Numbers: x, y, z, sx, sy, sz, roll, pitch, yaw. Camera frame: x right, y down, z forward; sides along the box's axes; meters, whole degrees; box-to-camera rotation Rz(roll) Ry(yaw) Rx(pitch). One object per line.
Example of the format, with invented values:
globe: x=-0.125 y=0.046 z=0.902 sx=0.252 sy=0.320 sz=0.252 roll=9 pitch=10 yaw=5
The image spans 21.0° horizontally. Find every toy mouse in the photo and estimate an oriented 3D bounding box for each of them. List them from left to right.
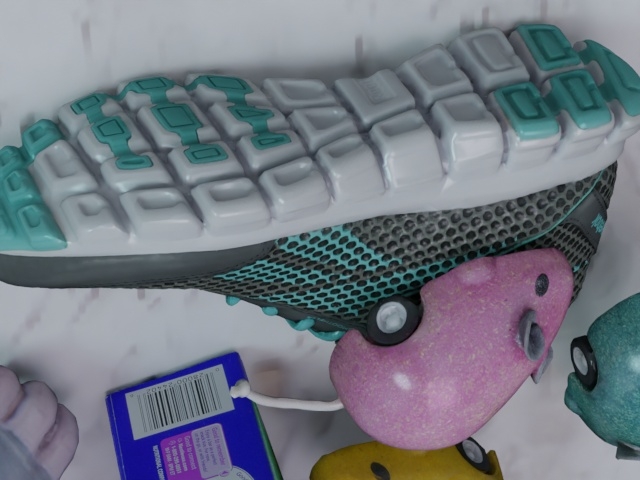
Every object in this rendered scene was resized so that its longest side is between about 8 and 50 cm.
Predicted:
toy mouse: x=0.056 y=0.038 z=0.429 sx=0.143 sy=0.031 sz=0.161 roll=-42 pitch=142 yaw=22

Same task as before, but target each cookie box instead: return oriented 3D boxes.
cookie box: x=-0.019 y=0.100 z=0.450 sx=0.040 sy=0.092 sz=0.107 roll=-17 pitch=124 yaw=-4

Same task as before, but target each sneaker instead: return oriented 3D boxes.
sneaker: x=0.000 y=0.000 z=0.417 sx=0.166 sy=0.065 sz=0.076 roll=-8 pitch=125 yaw=-12

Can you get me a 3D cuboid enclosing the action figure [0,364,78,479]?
action figure: x=-0.179 y=0.143 z=0.332 sx=0.370 sy=0.276 sz=0.248 roll=28 pitch=102 yaw=-15
